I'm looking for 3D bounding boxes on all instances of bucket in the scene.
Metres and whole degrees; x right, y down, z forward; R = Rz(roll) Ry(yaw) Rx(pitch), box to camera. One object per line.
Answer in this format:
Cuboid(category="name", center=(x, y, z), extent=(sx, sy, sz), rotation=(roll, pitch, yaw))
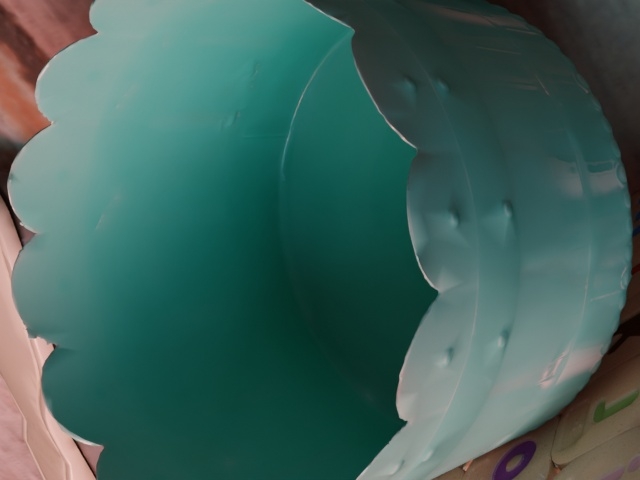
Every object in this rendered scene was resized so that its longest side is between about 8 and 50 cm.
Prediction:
Cuboid(category="bucket", center=(0.000, 0.000, 0.789), extent=(0.183, 0.281, 0.281), rotation=(-9, 155, -47))

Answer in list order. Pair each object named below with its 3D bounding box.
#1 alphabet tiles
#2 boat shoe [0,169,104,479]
Cuboid(category="alphabet tiles", center=(0.137, 0.070, 0.853), extent=(0.021, 0.284, 0.278), rotation=(42, 127, -13))
Cuboid(category="boat shoe", center=(-0.152, 0.072, 1.052), extent=(0.099, 0.116, 0.319), rotation=(-31, 131, -22))
